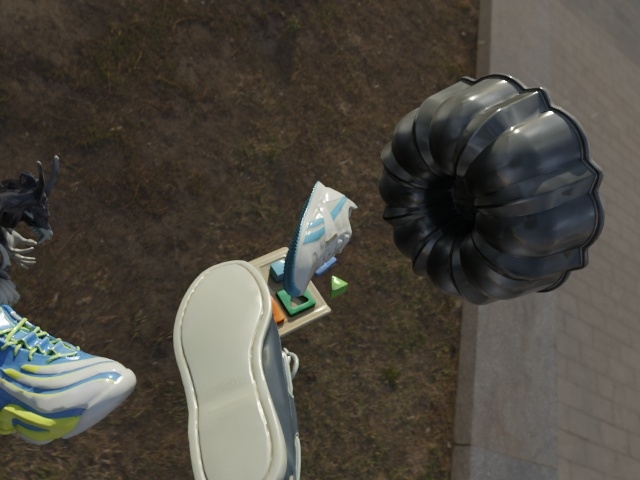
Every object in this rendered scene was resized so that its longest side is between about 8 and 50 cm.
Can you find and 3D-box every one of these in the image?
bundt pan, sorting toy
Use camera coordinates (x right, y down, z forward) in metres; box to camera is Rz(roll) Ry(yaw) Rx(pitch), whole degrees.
[{"bbox_3d":[0.202,-0.054,0.753,0.124,0.331,0.330,-22,86,-31],"label":"bundt pan"},{"bbox_3d":[-0.101,0.105,1.112,0.348,0.047,0.196,-23,59,-25],"label":"sorting toy"}]

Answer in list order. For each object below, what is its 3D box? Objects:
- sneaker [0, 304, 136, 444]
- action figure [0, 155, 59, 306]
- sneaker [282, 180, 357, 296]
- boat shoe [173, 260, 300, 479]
[{"bbox_3d":[-0.290,0.120,0.518,0.126,0.240,0.091,67,29,-18],"label":"sneaker"},{"bbox_3d":[-0.419,0.007,0.676,0.140,0.276,0.164,59,7,-23],"label":"action figure"},{"bbox_3d":[0.000,0.000,0.925,0.092,0.087,0.228,24,55,-7],"label":"sneaker"},{"bbox_3d":[-0.065,0.119,0.471,0.095,0.079,0.254,-22,41,-3],"label":"boat shoe"}]
